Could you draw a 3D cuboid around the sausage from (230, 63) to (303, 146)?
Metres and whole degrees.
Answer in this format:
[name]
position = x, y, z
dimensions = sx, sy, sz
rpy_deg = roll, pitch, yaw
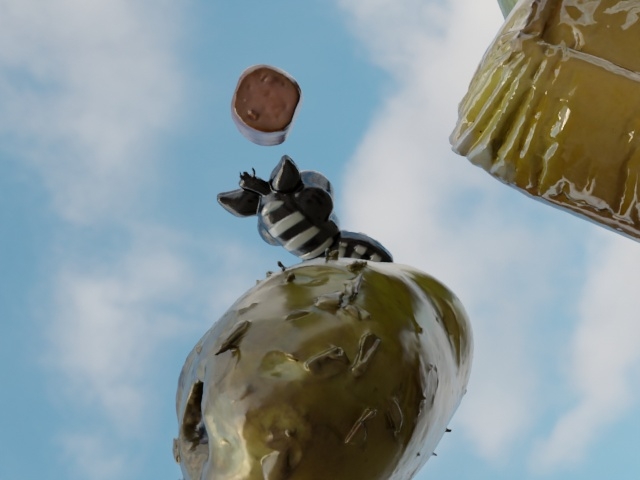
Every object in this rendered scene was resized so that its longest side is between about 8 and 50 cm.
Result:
[sausage]
position = -0.032, -0.079, 0.752
dimensions = 0.131, 0.039, 0.041
rpy_deg = -154, 82, -88

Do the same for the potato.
[potato]
position = 0.003, 0.088, 0.731
dimensions = 0.173, 0.140, 0.300
rpy_deg = -38, -9, 13

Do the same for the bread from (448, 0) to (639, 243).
[bread]
position = 0.229, -0.068, 0.740
dimensions = 0.119, 0.288, 0.152
rpy_deg = 96, -161, -54

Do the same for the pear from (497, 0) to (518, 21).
[pear]
position = 0.286, -0.237, 1.013
dimensions = 0.304, 0.304, 0.303
rpy_deg = -22, -56, -37

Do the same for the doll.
[doll]
position = 0.000, 0.000, 1.204
dimensions = 0.091, 0.067, 0.219
rpy_deg = -30, -59, 26
